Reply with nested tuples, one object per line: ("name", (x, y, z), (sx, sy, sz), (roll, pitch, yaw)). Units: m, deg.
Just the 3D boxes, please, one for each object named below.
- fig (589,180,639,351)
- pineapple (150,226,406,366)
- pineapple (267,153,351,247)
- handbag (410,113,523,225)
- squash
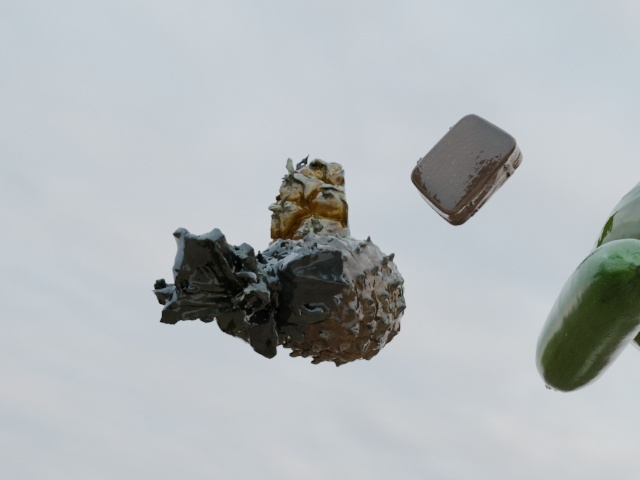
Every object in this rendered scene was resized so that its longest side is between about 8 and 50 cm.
("fig", (0.543, 0.031, 1.548), (0.343, 0.343, 0.343), (11, -26, 6))
("pineapple", (-0.030, 0.045, 1.096), (0.170, 0.141, 0.310), (-16, -18, 31))
("pineapple", (0.000, 0.000, 1.408), (0.114, 0.236, 0.186), (0, -45, 8))
("handbag", (0.266, -0.135, 2.061), (0.151, 0.193, 0.072), (40, -2, 29))
("squash", (0.336, 0.097, 1.359), (0.107, 0.107, 0.395), (12, -28, 4))
